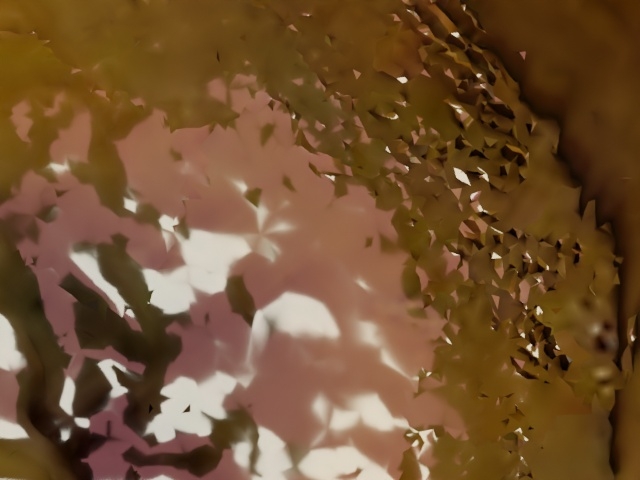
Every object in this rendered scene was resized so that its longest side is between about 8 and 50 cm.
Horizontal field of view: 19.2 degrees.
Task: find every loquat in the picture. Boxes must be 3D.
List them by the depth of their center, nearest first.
[{"bbox_3d":[0.000,0.000,0.435,0.263,0.263,0.263,11,117,23],"label":"loquat"}]
